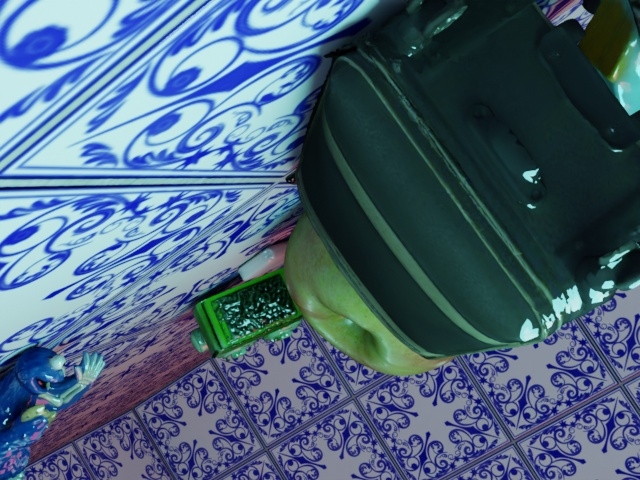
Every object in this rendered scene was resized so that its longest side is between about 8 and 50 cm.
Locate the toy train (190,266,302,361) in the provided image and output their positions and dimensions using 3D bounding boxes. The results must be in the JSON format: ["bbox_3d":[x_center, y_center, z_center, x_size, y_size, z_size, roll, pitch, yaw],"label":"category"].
[{"bbox_3d":[-0.129,0.139,1.521,0.243,0.132,0.188,-22,171,-19],"label":"toy train"}]

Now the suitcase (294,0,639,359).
[{"bbox_3d":[0.118,-0.034,0.710,0.194,0.283,0.434,-35,176,-11],"label":"suitcase"}]

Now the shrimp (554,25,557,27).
[{"bbox_3d":[0.223,-0.203,0.884,0.090,0.079,0.233,-45,-178,7],"label":"shrimp"}]

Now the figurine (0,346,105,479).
[{"bbox_3d":[-0.396,0.221,1.003,0.262,0.121,0.164,-51,177,13],"label":"figurine"}]

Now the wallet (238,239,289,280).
[{"bbox_3d":[-0.071,0.025,1.457,0.095,0.033,0.190,-33,174,29],"label":"wallet"}]

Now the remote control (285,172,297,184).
[{"bbox_3d":[-0.011,-0.079,0.963,0.039,0.014,0.096,-34,175,17],"label":"remote control"}]

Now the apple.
[{"bbox_3d":[0.111,0.038,1.183,0.277,0.319,0.319,-50,-178,-22],"label":"apple"}]

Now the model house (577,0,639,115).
[{"bbox_3d":[0.362,-0.262,0.729,0.280,0.249,0.230,-22,-145,6],"label":"model house"}]
